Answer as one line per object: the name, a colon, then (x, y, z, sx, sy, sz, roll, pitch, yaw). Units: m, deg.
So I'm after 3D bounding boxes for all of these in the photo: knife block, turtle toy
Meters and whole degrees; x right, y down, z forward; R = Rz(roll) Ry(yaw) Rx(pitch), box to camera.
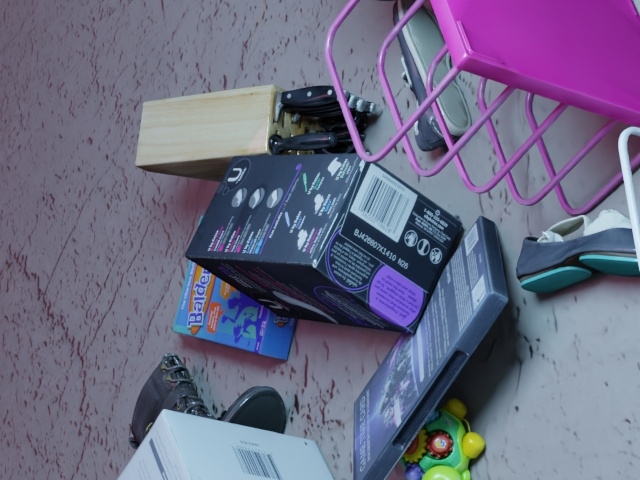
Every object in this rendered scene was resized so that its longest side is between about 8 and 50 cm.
knife block: (-0.077, -0.136, 2.136, 0.242, 0.275, 0.088, 125, 152, -74)
turtle toy: (0.121, 0.229, 1.871, 0.095, 0.066, 0.130, -54, 41, 26)

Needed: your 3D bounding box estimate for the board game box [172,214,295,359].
board game box: (-0.100, 0.057, 2.246, 0.210, 0.047, 0.160, 8, 83, 55)

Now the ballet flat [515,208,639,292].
ballet flat: (0.271, 0.005, 1.758, 0.203, 0.074, 0.074, -13, 67, 53)

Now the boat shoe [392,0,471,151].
boat shoe: (0.112, -0.194, 2.039, 0.065, 0.075, 0.206, -39, 53, 34)

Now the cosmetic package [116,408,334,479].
cosmetic package: (-0.125, 0.336, 2.023, 0.225, 0.224, 0.138, -55, 40, 24)

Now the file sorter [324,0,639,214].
file sorter: (0.177, -0.162, 1.761, 0.182, 0.290, 0.202, -48, 43, 36)

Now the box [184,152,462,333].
box: (0.000, 0.000, 2.007, 0.270, 0.165, 0.143, 3, 64, 54)

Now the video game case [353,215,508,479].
video game case: (0.112, 0.123, 1.888, 0.274, 0.026, 0.196, -59, 11, 21)

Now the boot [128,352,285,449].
boot: (-0.159, 0.223, 2.226, 0.263, 0.091, 0.229, -57, 40, 25)

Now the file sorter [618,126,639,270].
file sorter: (0.412, -0.060, 1.506, 0.277, 0.173, 0.193, -33, 52, 43)
